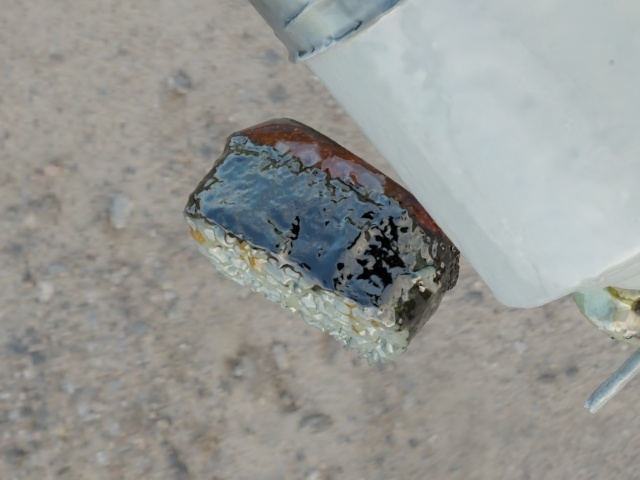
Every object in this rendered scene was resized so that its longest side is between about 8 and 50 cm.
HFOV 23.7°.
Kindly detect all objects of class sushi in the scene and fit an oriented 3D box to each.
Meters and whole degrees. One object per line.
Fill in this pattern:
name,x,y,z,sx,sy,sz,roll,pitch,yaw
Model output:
sushi,0.000,0.000,1.276,0.225,0.136,0.126,36,72,14

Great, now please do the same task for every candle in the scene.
candle,0.121,-0.101,0.796,0.221,0.221,0.342,-36,103,24

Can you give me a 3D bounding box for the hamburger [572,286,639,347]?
hamburger,0.420,-0.034,1.618,0.195,0.277,0.318,-7,71,61
